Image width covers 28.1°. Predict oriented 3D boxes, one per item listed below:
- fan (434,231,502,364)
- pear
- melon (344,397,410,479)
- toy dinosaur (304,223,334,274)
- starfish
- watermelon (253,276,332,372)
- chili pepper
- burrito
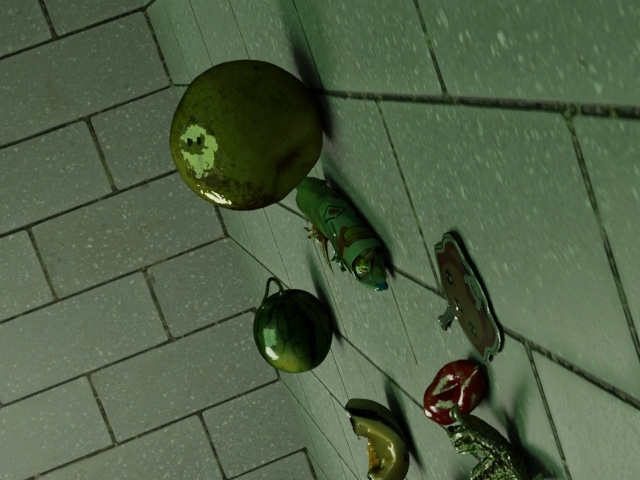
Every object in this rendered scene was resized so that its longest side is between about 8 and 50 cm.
[{"bbox_3d":[0.138,0.066,1.282,0.220,0.009,0.132,109,140,-76],"label":"fan"},{"bbox_3d":[-0.101,-0.140,1.625,0.197,0.197,0.197,159,90,-81],"label":"pear"},{"bbox_3d":[0.093,0.294,1.924,0.128,0.079,0.160,-84,-23,-67],"label":"melon"},{"bbox_3d":[-0.001,-0.001,1.922,0.041,0.026,0.113,-8,93,63],"label":"toy dinosaur"},{"bbox_3d":[0.183,0.241,1.278,0.176,0.053,0.208,59,170,11],"label":"starfish"},{"bbox_3d":[-0.051,0.140,2.217,0.140,0.141,0.187,-128,22,-63],"label":"watermelon"},{"bbox_3d":[0.141,0.166,1.366,0.191,0.050,0.059,112,153,-67],"label":"chili pepper"},{"bbox_3d":[0.030,-0.002,1.663,0.288,0.054,0.104,-127,16,-57],"label":"burrito"}]
